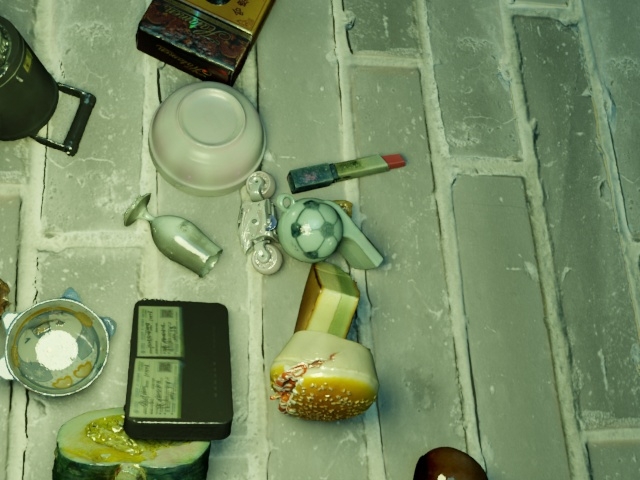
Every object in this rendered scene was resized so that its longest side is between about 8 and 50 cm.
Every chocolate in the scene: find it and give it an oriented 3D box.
[{"bbox_3d":[0.289,0.536,1.675,0.177,0.176,0.176,4,70,-12],"label":"chocolate"}]

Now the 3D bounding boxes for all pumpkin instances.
[{"bbox_3d":[-0.366,0.465,1.498,0.293,0.263,0.196,5,100,-6],"label":"pumpkin"}]

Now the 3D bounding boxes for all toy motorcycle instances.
[{"bbox_3d":[-0.146,-0.041,1.817,0.113,0.112,0.254,-3,73,-14],"label":"toy motorcycle"}]

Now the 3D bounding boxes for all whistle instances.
[{"bbox_3d":[0.000,0.000,1.764,0.289,0.163,0.163,48,66,-21],"label":"whistle"}]

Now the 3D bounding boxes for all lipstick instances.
[{"bbox_3d":[0.071,-0.178,1.930,0.312,0.051,0.051,-14,73,-18],"label":"lipstick"}]

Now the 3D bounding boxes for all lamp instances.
[{"bbox_3d":[-0.706,-0.357,1.695,0.374,0.272,0.204,17,70,-7],"label":"lamp"}]

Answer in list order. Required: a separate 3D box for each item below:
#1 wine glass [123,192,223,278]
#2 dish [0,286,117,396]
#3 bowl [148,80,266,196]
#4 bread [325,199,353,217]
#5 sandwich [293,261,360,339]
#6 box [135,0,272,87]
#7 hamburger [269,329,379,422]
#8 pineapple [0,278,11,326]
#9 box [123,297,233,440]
[{"bbox_3d":[-0.332,-0.012,1.751,0.222,0.103,0.103,35,67,1],"label":"wine glass"},{"bbox_3d":[-0.555,0.217,1.623,0.237,0.086,0.227,3,73,-24],"label":"dish"},{"bbox_3d":[-0.264,-0.259,1.833,0.287,0.144,0.286,4,71,-11],"label":"bowl"},{"bbox_3d":[0.012,-0.071,1.867,0.132,0.074,0.053,-2,83,-12],"label":"bread"},{"bbox_3d":[0.006,0.163,1.770,0.108,0.220,0.186,17,105,-9],"label":"sandwich"},{"bbox_3d":[-0.263,-0.609,1.969,0.264,0.116,0.415,26,67,-4],"label":"box"},{"bbox_3d":[0.007,0.300,1.616,0.227,0.295,0.151,10,60,3],"label":"hamburger"},{"bbox_3d":[-0.775,0.214,1.556,0.175,0.175,0.361,31,80,-1],"label":"pineapple"},{"bbox_3d":[-0.292,0.258,1.599,0.212,0.058,0.350,3,38,-11],"label":"box"}]
